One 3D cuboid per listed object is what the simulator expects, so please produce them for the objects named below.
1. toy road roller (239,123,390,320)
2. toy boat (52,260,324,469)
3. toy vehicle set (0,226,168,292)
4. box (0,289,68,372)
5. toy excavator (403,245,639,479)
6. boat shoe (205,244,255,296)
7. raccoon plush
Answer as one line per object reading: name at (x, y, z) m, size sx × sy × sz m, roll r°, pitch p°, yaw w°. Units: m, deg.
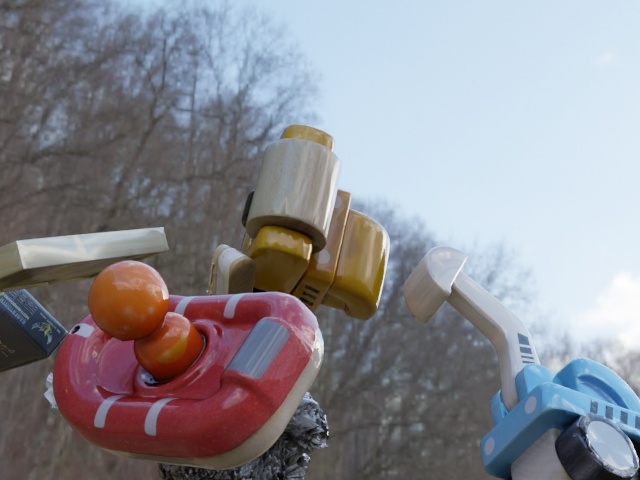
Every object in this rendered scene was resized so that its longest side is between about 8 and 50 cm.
toy road roller at (0.000, 0.000, 1.496) m, size 0.240 × 0.202 × 0.329 m, roll 15°, pitch -27°, yaw -7°
toy boat at (-0.122, 0.078, 0.762) m, size 0.231 × 0.151 × 0.151 m, roll -6°, pitch -51°, yaw 41°
toy vehicle set at (-0.352, 0.029, 1.330) m, size 0.166 × 0.035 × 0.267 m, roll -18°, pitch -5°, yaw 31°
box at (-0.519, 0.095, 1.502) m, size 0.183 × 0.059 × 0.233 m, roll -19°, pitch -60°, yaw 42°
toy excavator at (0.338, 0.241, 1.547) m, size 0.433 × 0.445 × 0.222 m, roll 21°, pitch -54°, yaw -18°
boat shoe at (-0.130, 0.075, 1.383) m, size 0.063 × 0.059 × 0.170 m, roll -23°, pitch -40°, yaw -37°
raccoon plush at (-0.187, 0.324, 1.290) m, size 0.446 × 0.299 × 0.216 m, roll 14°, pitch -3°, yaw -33°
